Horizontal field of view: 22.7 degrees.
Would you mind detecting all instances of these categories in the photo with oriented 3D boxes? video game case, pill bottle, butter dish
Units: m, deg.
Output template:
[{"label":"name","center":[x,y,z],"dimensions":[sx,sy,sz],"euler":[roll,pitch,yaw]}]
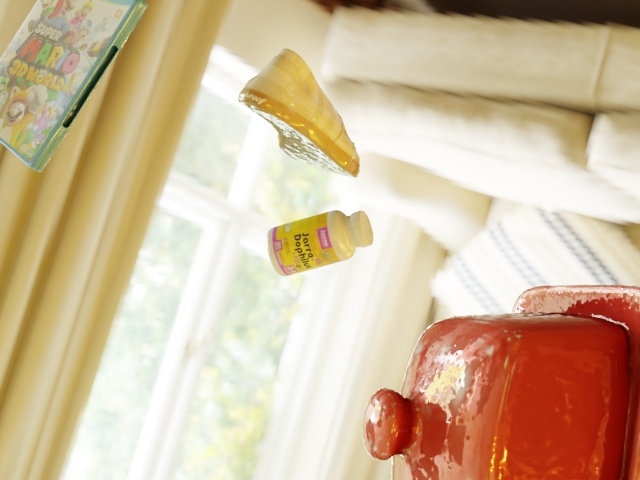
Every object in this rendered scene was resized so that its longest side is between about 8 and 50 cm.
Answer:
[{"label":"video game case","center":[-0.225,-0.153,1.347],"dimensions":[0.119,0.166,0.015],"euler":[36,-175,42]},{"label":"pill bottle","center":[0.000,0.000,1.318],"dimensions":[0.083,0.043,0.043],"euler":[-16,160,19]},{"label":"butter dish","center":[0.078,0.094,0.767],"dimensions":[0.118,0.160,0.160],"euler":[9,175,-17]}]

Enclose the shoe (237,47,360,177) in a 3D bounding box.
[{"label":"shoe","center":[-0.006,-0.107,1.410],"dimensions":[0.076,0.058,0.219],"euler":[20,172,22]}]
